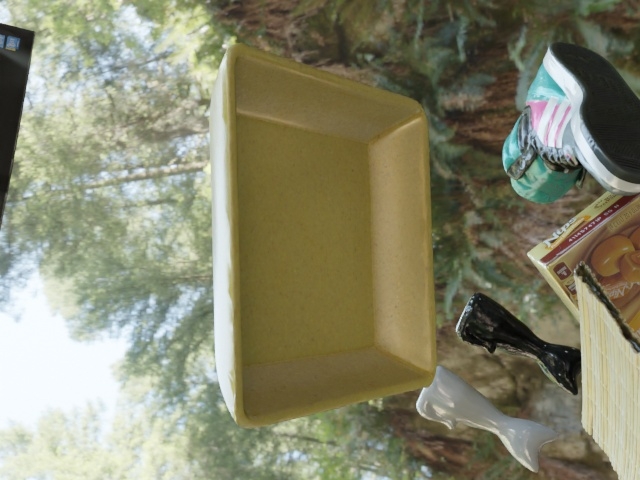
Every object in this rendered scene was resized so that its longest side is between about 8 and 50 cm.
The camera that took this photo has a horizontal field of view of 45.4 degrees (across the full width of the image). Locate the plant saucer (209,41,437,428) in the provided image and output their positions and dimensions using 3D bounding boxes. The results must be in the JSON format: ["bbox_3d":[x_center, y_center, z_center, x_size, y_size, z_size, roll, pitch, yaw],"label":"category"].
[{"bbox_3d":[0.000,0.000,0.792,0.333,0.081,0.332,3,-95,-51],"label":"plant saucer"}]

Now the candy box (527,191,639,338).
[{"bbox_3d":[0.450,0.088,1.030,0.183,0.087,0.316,-39,-80,6],"label":"candy box"}]

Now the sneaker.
[{"bbox_3d":[0.313,-0.106,0.959,0.295,0.124,0.178,-89,12,-51],"label":"sneaker"}]

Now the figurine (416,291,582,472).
[{"bbox_3d":[0.284,0.218,1.171,0.214,0.210,0.092,-59,-17,-12],"label":"figurine"}]

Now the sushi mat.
[{"bbox_3d":[0.314,0.173,0.812,0.151,0.019,0.316,-114,1,-45],"label":"sushi mat"}]

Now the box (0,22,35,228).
[{"bbox_3d":[-0.491,-0.147,0.826,0.308,0.077,0.242,9,-83,-36],"label":"box"}]
